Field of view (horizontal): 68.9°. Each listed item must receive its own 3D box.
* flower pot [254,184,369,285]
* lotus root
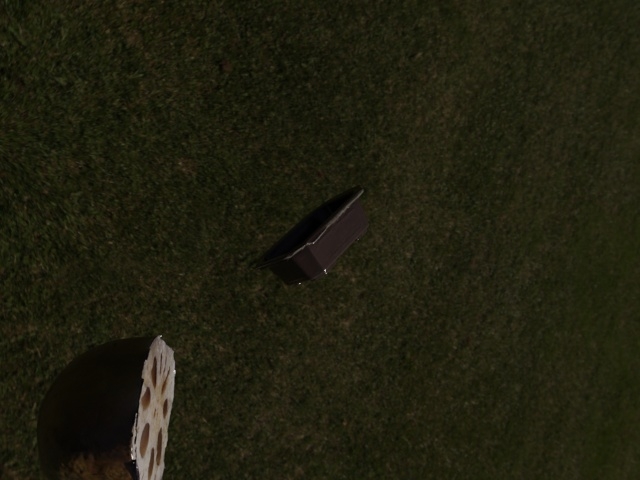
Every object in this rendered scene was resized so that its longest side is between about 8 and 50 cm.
[{"bbox_3d":[0.000,0.000,0.922,0.084,0.179,0.251,54,53,-12],"label":"flower pot"},{"bbox_3d":[-0.334,0.276,0.739,0.192,0.272,0.272,3,101,1],"label":"lotus root"}]
